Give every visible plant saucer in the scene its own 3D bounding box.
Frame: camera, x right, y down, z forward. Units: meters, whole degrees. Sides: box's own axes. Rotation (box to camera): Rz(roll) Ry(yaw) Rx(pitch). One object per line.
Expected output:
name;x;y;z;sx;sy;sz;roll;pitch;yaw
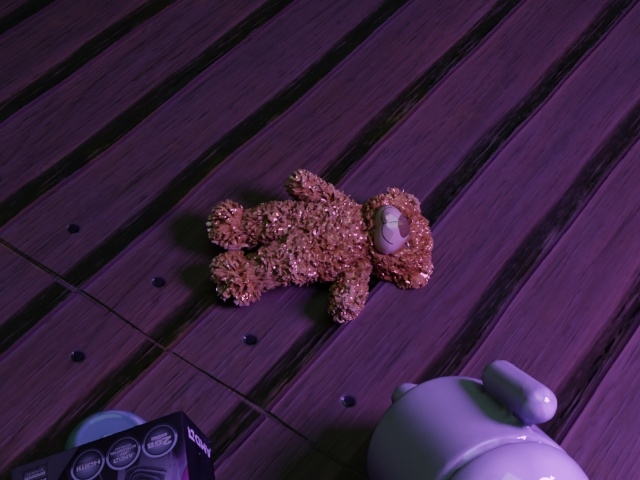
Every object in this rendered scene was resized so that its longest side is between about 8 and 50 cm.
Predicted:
plant saucer;-0.267;0.261;1.422;0.119;0.021;0.119;2;49;-3

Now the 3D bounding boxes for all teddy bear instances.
teddy bear;0.000;0.000;1.620;0.338;0.113;0.245;9;50;3

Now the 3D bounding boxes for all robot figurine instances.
robot figurine;0.180;0.283;1.268;0.200;0.299;0.353;11;14;-22

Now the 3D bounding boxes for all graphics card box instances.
graphics card box;-0.218;0.390;1.215;0.233;0.094;0.370;-20;48;10
